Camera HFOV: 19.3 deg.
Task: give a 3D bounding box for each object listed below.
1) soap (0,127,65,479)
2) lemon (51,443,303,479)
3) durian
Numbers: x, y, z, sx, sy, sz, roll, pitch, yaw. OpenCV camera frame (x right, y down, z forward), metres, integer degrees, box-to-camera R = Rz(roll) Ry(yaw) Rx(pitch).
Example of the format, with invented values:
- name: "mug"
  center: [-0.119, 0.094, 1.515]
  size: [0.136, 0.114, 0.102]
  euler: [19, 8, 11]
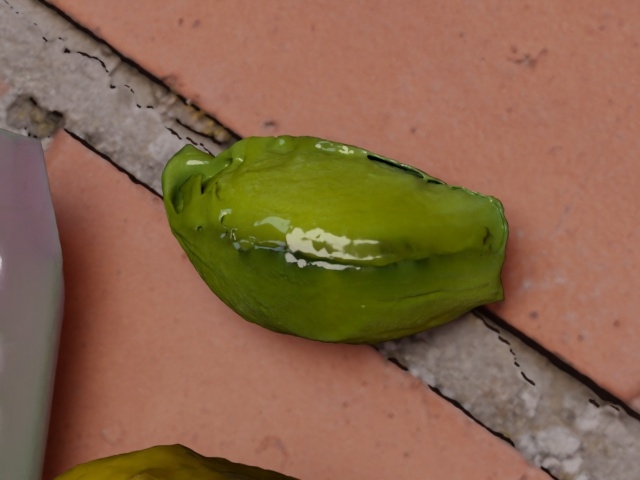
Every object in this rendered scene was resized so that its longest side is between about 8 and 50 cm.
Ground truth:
- name: "soap"
  center: [-0.280, 0.090, 1.209]
  size: [0.115, 0.208, 0.346]
  euler: [-20, 58, 51]
- name: "lemon"
  center: [-0.076, 0.249, 1.073]
  size: [0.322, 0.268, 0.268]
  euler: [40, 86, 24]
- name: "durian"
  center: [0.000, 0.000, 1.227]
  size: [0.250, 0.101, 0.139]
  euler: [7, 38, 18]
